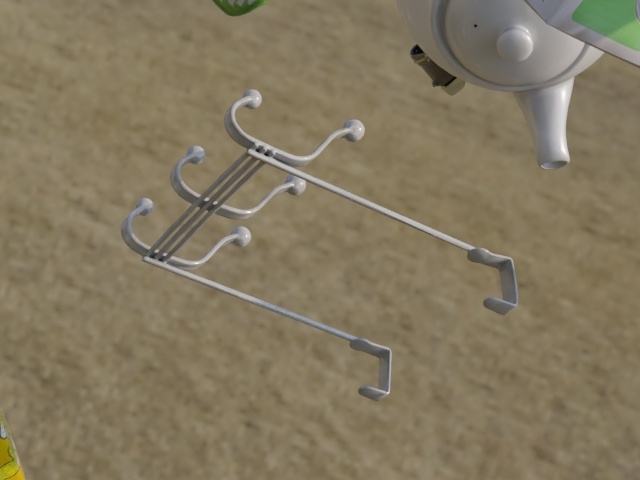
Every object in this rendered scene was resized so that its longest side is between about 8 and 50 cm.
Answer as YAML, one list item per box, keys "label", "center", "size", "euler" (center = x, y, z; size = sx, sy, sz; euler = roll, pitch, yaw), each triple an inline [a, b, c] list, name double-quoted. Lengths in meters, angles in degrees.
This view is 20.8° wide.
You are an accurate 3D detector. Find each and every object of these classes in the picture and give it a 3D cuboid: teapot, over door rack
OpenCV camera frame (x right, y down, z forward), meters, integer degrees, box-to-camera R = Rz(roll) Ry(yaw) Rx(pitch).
- label: "teapot"
  center: [0.179, -0.236, 1.630]
  size: [0.256, 0.252, 0.187]
  euler: [25, 37, -12]
- label: "over door rack"
  center: [0.000, 0.000, 1.688]
  size: [0.324, 0.239, 0.108]
  euler: [32, 50, -15]

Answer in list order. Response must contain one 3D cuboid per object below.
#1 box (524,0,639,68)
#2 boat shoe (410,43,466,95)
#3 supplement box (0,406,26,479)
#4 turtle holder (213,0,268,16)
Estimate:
- label: "box"
  center: [0.142, -0.236, 0.711]
  size: [0.126, 0.262, 0.231]
  euler: [14, 32, -48]
- label: "boat shoe"
  center: [0.165, -0.228, 1.898]
  size: [0.068, 0.081, 0.228]
  euler: [35, -27, -7]
- label: "supplement box"
  center: [-0.459, 0.121, 1.820]
  size: [0.195, 0.357, 0.194]
  euler: [-20, 34, -11]
- label: "turtle holder"
  center: [-0.071, -0.295, 1.125]
  size: [0.320, 0.227, 0.243]
  euler: [-14, 31, 38]
